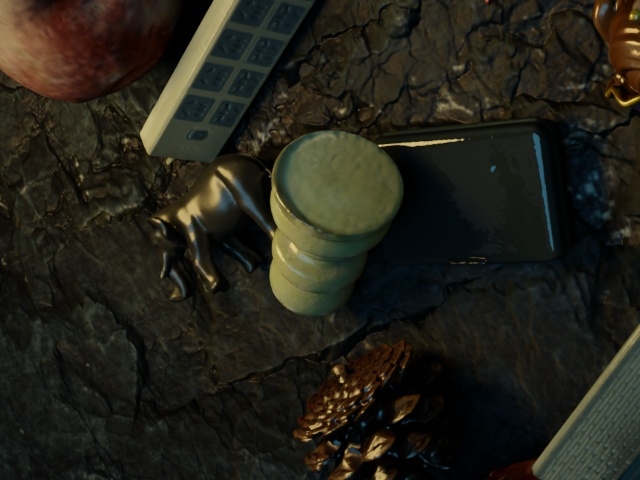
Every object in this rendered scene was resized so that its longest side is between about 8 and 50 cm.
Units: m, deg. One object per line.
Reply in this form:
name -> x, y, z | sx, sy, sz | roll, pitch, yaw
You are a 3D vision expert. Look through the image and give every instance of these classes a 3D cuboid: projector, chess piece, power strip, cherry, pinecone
projector -> 0.337, 0.137, 1.072 | 0.099, 0.192, 0.256 | 36, 123, 15
chess piece -> 0.000, 0.000, 1.272 | 0.144, 0.144, 0.251 | 43, 151, 16
power strip -> -0.109, -0.222, 1.316 | 0.367, 0.106, 0.043 | -53, 48, 35
cherry -> -0.330, -0.342, 1.318 | 0.335, 0.291, 0.326 | 40, 149, 35
pinecone -> 0.077, 0.225, 1.289 | 0.208, 0.208, 0.207 | 12, 112, 32

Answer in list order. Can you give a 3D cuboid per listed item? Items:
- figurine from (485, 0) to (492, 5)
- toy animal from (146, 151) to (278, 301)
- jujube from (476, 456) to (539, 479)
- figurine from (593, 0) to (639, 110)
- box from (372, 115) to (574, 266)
figurine -> 0.145, -0.313, 1.132 | 0.140, 0.068, 0.075 | 39, 126, 16
toy animal -> -0.133, -0.016, 1.414 | 0.245, 0.114, 0.146 | -41, 87, 15
jujube -> 0.194, 0.398, 1.206 | 0.276, 0.276, 0.377 | 50, 128, 11
figurine -> 0.322, -0.233, 0.993 | 0.189, 0.142, 0.263 | 17, 121, 65
box -> 0.164, -0.052, 1.216 | 0.230, 0.050, 0.160 | -2, 104, 36
